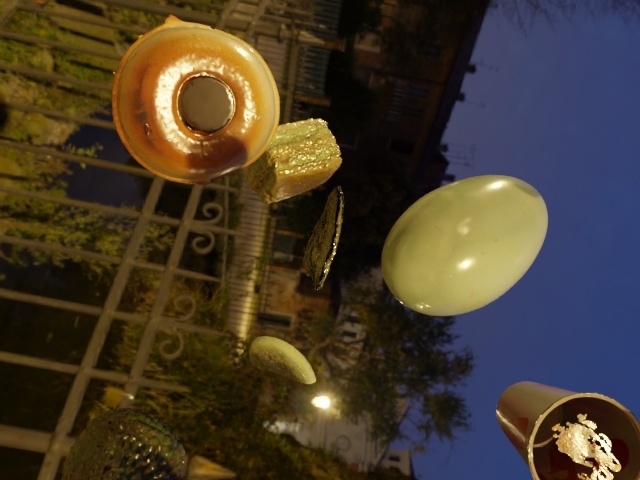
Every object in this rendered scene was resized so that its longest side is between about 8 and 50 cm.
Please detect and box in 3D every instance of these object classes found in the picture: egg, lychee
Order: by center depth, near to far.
[{"bbox_3d":[-0.262,0.308,0.753,0.171,0.171,0.171,-170,-90,-87],"label":"lychee"},{"bbox_3d":[0.276,0.001,1.063,0.230,0.371,0.229,42,-33,36],"label":"egg"}]

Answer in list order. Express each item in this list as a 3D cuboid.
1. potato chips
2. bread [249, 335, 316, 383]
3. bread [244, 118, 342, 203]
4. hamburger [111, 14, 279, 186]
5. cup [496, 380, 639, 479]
[{"bbox_3d":[0.004,0.001,1.065,0.220,0.029,0.201,146,-44,-73],"label":"potato chips"},{"bbox_3d":[-0.105,0.285,1.390,0.036,0.193,0.112,-48,140,-43],"label":"bread"},{"bbox_3d":[-0.055,-0.138,1.054,0.102,0.138,0.196,70,-23,9],"label":"bread"},{"bbox_3d":[-0.171,-0.185,0.792,0.147,0.237,0.236,-142,-119,-69],"label":"hamburger"},{"bbox_3d":[0.438,0.357,1.068,0.288,0.203,0.202,81,19,-87],"label":"cup"}]
